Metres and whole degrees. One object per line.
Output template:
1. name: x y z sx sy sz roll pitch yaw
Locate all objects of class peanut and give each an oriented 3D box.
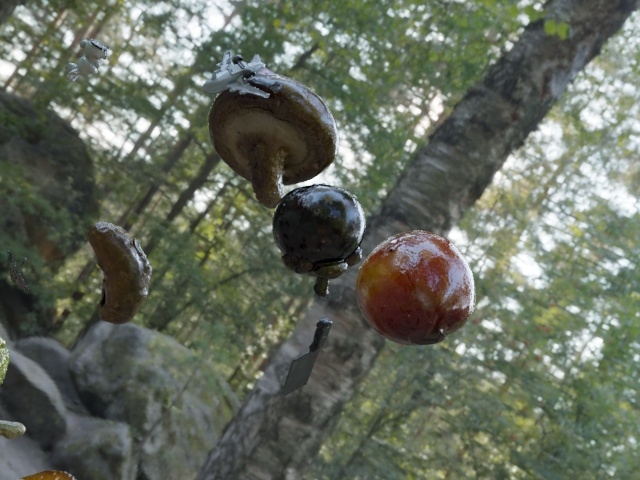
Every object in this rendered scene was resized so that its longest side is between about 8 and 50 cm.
1. peanut: -0.951 0.572 2.281 0.113 0.054 0.054 10 3 -26

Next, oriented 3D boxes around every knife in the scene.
1. knife: -0.030 0.234 1.475 0.019 0.072 0.245 47 -37 25

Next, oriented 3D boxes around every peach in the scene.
1. peach: 0.297 0.155 2.320 0.388 0.388 0.388 30 -7 4

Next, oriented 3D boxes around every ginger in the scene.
1. ginger: -0.599 0.094 2.280 0.172 0.321 0.165 -8 15 -21

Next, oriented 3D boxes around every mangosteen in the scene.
1. mangosteen: 0.000 0.000 1.637 0.211 0.250 0.211 -6 6 1

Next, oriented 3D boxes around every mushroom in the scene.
1. mushroom: -0.125 -0.281 1.947 0.345 0.345 0.239 33 20 -19

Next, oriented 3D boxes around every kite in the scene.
1. kite: -0.830 0.082 2.078 0.139 0.011 0.156 56 -43 7

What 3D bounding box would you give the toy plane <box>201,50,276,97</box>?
1. toy plane: -0.191 -0.371 1.700 0.162 0.171 0.066 50 -36 24

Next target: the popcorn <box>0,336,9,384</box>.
1. popcorn: -0.801 0.281 1.666 0.212 0.198 0.198 0 8 -28

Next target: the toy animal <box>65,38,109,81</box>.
1. toy animal: -0.646 -0.496 2.103 0.085 0.124 0.071 21 24 -34

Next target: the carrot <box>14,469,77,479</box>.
1. carrot: -0.408 0.474 1.142 0.159 0.159 0.225 26 -43 36
